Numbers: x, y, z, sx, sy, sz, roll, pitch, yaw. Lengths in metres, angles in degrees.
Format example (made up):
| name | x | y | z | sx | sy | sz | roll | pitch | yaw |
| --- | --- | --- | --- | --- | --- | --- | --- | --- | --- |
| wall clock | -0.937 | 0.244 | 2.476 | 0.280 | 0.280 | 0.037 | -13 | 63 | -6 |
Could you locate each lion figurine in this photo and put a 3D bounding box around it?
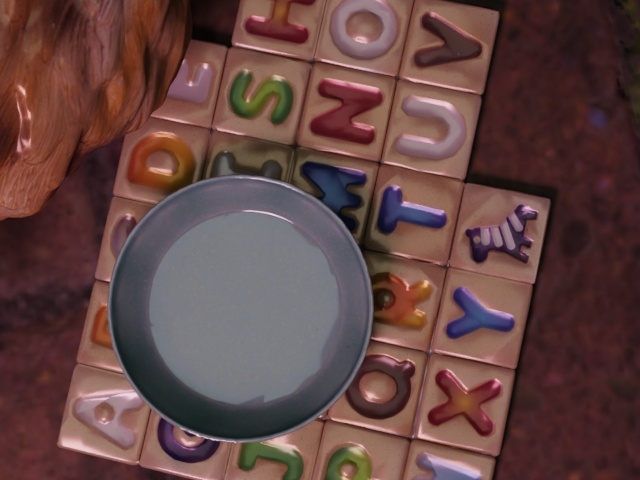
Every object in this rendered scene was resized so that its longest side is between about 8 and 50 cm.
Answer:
| name | x | y | z | sx | sy | sz | roll | pitch | yaw |
| --- | --- | --- | --- | --- | --- | --- | --- | --- | --- |
| lion figurine | -0.253 | -0.061 | 0.850 | 0.392 | 0.142 | 0.240 | 3 | 102 | -1 |

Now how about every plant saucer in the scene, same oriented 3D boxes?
| name | x | y | z | sx | sy | sz | roll | pitch | yaw |
| --- | --- | --- | --- | --- | --- | --- | --- | --- | --- |
| plant saucer | -0.035 | 0.030 | 0.880 | 0.119 | 0.021 | 0.119 | 0 | 87 | 6 |

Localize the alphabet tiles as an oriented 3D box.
| name | x | y | z | sx | sy | sz | roll | pitch | yaw |
| --- | --- | --- | --- | --- | --- | --- | --- | --- | --- |
| alphabet tiles | 0.000 | 0.000 | 0.893 | 0.198 | 0.009 | 0.237 | 12 | 89 | 7 |
